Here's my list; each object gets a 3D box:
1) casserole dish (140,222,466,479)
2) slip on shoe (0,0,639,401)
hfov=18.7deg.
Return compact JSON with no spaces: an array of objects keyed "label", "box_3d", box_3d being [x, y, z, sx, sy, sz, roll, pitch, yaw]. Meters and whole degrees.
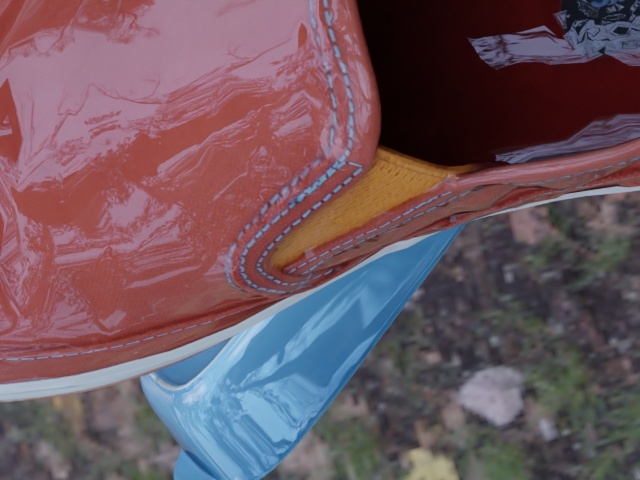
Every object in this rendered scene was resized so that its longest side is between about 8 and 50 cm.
[{"label":"casserole dish","box_3d":[0.000,0.000,0.645,0.188,0.037,0.114,-52,19,-5]},{"label":"slip on shoe","box_3d":[-0.004,-0.043,0.428,0.331,0.101,0.123,-12,79,11]}]
